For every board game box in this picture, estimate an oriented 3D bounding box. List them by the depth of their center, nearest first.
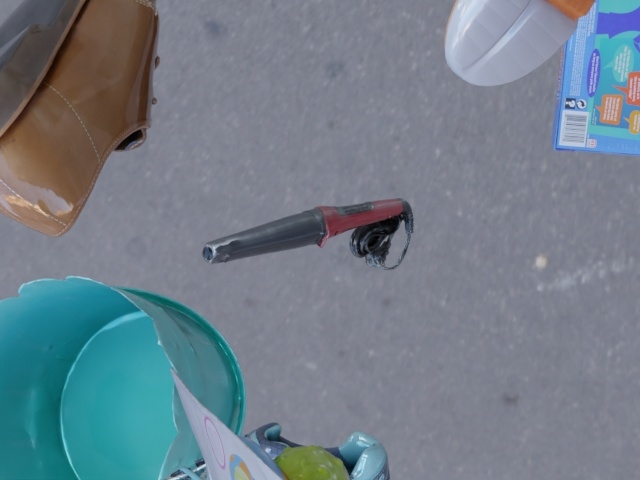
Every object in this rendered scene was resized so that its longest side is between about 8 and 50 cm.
[{"bbox_3d":[0.322,-0.154,1.142,0.210,0.047,0.160,6,104,6],"label":"board game box"}]

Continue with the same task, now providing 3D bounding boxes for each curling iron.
[{"bbox_3d":[0.000,0.000,1.090,0.035,0.274,0.068,14,102,35],"label":"curling iron"}]

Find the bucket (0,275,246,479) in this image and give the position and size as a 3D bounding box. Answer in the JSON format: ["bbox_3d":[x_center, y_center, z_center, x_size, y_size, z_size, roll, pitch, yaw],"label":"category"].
[{"bbox_3d":[-0.223,0.178,1.332,0.281,0.183,0.281,-3,82,22],"label":"bucket"}]

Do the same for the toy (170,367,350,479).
[{"bbox_3d":[0.000,0.148,0.606,0.056,0.237,0.137,-19,109,-16],"label":"toy"}]

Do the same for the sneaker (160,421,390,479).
[{"bbox_3d":[-0.074,0.210,1.082,0.283,0.110,0.122,-2,118,-16],"label":"sneaker"}]

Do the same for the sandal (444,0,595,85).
[{"bbox_3d":[0.119,-0.196,0.606,0.076,0.102,0.265,29,88,28],"label":"sandal"}]

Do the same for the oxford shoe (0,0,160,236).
[{"bbox_3d":[-0.101,-0.082,0.567,0.076,0.212,0.076,-26,120,38],"label":"oxford shoe"}]
